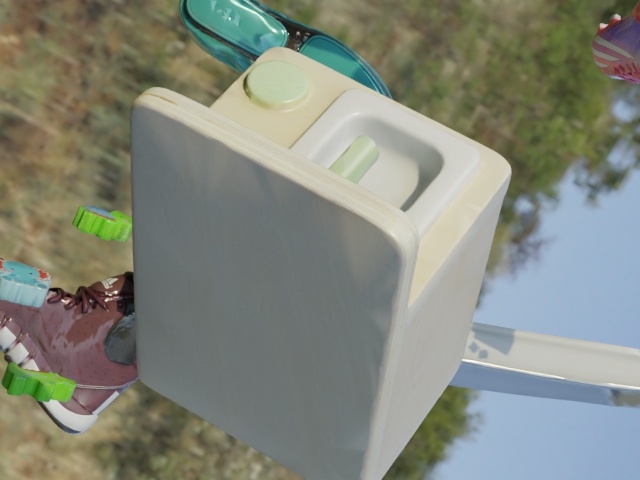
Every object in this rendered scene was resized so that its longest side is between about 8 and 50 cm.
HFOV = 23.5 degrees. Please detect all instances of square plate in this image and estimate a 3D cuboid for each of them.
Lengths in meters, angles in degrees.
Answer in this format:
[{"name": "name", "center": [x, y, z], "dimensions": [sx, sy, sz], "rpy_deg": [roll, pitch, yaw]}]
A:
[{"name": "square plate", "center": [0.200, 0.128, 1.602], "dimensions": [0.347, 0.344, 0.049], "rpy_deg": [137, -39, -80]}]

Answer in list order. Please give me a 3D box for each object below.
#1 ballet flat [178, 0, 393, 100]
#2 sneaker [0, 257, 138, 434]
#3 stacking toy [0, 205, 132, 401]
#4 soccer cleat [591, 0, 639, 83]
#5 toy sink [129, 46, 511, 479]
[{"name": "ballet flat", "center": [-0.033, -0.182, 1.555], "dimensions": [0.083, 0.247, 0.087], "rpy_deg": [-57, -177, -6]}, {"name": "sneaker", "center": [-0.284, 0.055, 1.633], "dimensions": [0.162, 0.281, 0.106], "rpy_deg": [-37, -162, -6]}, {"name": "stacking toy", "center": [-0.271, 0.024, 1.195], "dimensions": [0.167, 0.221, 0.052], "rpy_deg": [-66, -156, 16]}, {"name": "soccer cleat", "center": [0.349, -0.202, 1.652], "dimensions": [0.248, 0.083, 0.095], "rpy_deg": [124, -36, -77]}, {"name": "toy sink", "center": [0.000, 0.000, 0.801], "dimensions": [0.131, 0.153, 0.234], "rpy_deg": [-50, 158, -35]}]
